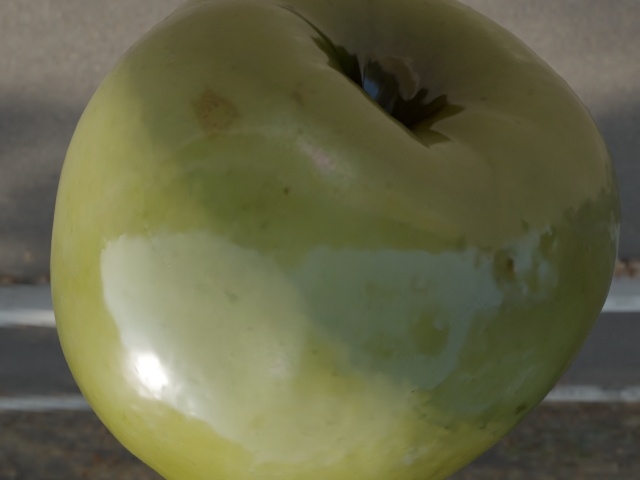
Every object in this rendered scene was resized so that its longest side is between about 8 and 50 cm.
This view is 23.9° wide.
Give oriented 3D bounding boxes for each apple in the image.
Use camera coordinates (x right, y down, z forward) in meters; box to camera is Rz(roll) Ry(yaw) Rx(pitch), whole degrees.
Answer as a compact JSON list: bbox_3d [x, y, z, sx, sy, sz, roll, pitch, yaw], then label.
[{"bbox_3d":[0.000,0.000,0.704,0.262,0.262,0.262,3,163,1],"label":"apple"}]
